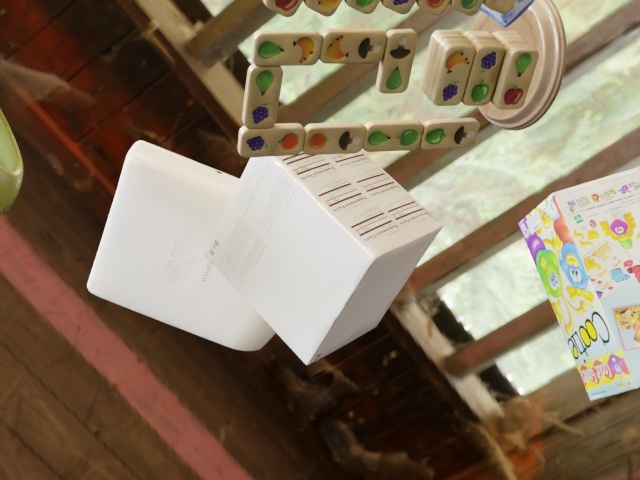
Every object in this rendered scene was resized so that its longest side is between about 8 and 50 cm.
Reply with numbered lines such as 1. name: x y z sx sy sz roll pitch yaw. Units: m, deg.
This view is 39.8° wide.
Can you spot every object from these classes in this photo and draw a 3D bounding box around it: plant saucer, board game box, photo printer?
1. plant saucer: -0.415 -0.148 1.042 0.241 0.037 0.241 63 177 6
2. board game box: 0.409 0.063 1.227 0.142 0.144 0.275 115 137 -71
3. plant saucer: 0.365 -0.351 1.711 0.041 0.278 0.278 -4 -125 -27
4. photo printer: -0.172 0.019 1.338 0.307 0.256 0.107 22 -158 -3

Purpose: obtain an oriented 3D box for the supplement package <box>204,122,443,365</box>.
1. supplement package: 0.000 0.000 1.091 0.203 0.194 0.149 45 -141 19

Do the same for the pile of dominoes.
1. pile of dominoes: 0.064 -0.150 0.743 0.251 0.196 0.040 -5 -141 -20

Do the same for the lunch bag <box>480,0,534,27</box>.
1. lunch bag: 0.294 -0.423 1.323 0.096 0.151 0.129 47 176 29
